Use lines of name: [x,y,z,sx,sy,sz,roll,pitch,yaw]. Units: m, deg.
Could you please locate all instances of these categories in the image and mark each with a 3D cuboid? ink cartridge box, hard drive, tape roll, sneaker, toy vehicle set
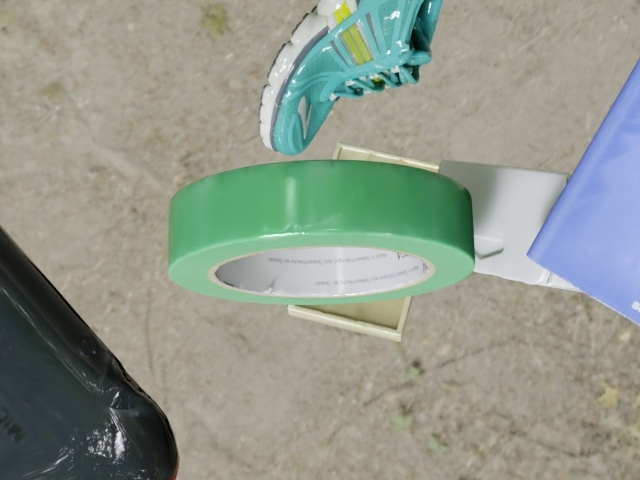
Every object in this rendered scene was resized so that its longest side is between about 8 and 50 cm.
ink cartridge box: [0.311,-0.004,1.438,0.226,0.306,0.131,12,91,55]
hard drive: [0.356,-0.055,1.143,0.210,0.040,0.318,31,127,11]
tape roll: [0.000,0.000,1.274,0.321,0.321,0.077,-9,74,29]
sneaker: [0.039,-0.167,1.041,0.110,0.107,0.275,41,122,4]
toy vehicle set: [0.069,-0.001,1.742,0.166,0.267,0.035,14,163,9]

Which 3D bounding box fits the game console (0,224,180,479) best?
game console: [-0.295,0.049,0.427,0.342,0.060,0.386,-41,89,-1]
